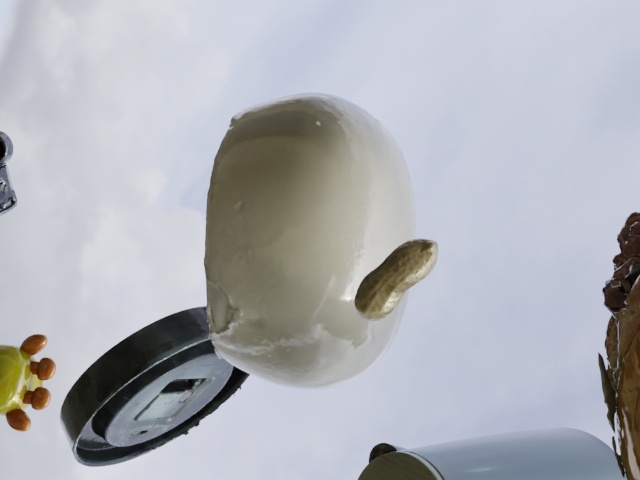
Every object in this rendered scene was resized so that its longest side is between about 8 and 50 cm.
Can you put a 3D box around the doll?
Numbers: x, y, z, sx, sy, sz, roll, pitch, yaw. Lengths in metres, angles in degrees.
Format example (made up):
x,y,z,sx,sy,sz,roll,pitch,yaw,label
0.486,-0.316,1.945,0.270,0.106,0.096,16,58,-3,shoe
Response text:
x,y,z,sx,sy,sz,roll,pitch,yaw,label
-0.492,0.200,1.432,0.220,0.135,0.143,5,-107,16,doll

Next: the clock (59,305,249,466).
x,y,z,sx,sy,sz,roll,pitch,yaw,label
-0.287,0.265,1.757,0.386,0.386,0.076,-48,-116,22,clock

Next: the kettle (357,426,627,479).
x,y,z,sx,sy,sz,roll,pitch,yaw,label
0.156,0.264,0.833,0.160,0.243,0.211,-47,-129,32,kettle

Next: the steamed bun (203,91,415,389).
x,y,z,sx,sy,sz,roll,pitch,yaw,label
0.000,0.000,1.057,0.206,0.324,0.324,3,-116,6,steamed bun

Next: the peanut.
x,y,z,sx,sy,sz,roll,pitch,yaw,label
0.058,0.029,0.745,0.083,0.037,0.037,-41,-140,19,peanut

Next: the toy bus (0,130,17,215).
x,y,z,sx,sy,sz,roll,pitch,yaw,label
-0.581,-0.171,1.438,0.179,0.306,0.143,-5,-164,18,toy bus

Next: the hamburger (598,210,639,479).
x,y,z,sx,sy,sz,roll,pitch,yaw,label
0.254,0.133,0.521,0.282,0.155,0.245,27,-109,16,hamburger
